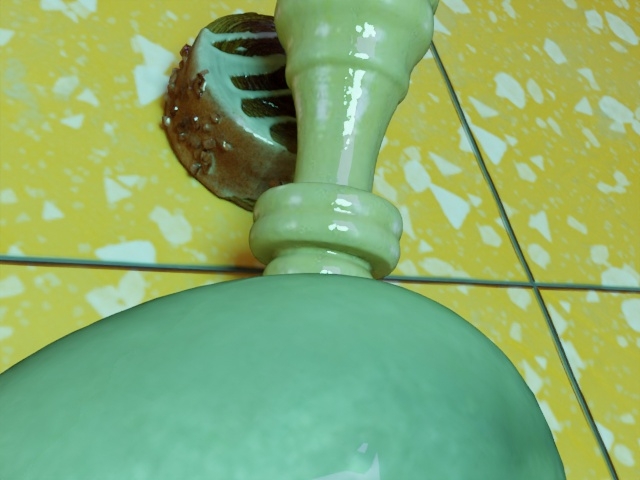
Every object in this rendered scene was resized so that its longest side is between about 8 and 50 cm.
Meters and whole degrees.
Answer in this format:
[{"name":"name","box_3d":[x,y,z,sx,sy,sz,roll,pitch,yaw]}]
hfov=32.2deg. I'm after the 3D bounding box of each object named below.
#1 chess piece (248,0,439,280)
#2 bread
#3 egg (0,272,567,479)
[{"name":"chess piece","box_3d":[0.000,0.000,0.718,0.117,0.117,0.397,16,71,-23]},{"name":"bread","box_3d":[-0.040,-0.099,0.850,0.160,0.073,0.160,19,48,-23]},{"name":"egg","box_3d":[-0.050,0.152,0.492,0.352,0.258,0.258,-28,73,-28]}]
